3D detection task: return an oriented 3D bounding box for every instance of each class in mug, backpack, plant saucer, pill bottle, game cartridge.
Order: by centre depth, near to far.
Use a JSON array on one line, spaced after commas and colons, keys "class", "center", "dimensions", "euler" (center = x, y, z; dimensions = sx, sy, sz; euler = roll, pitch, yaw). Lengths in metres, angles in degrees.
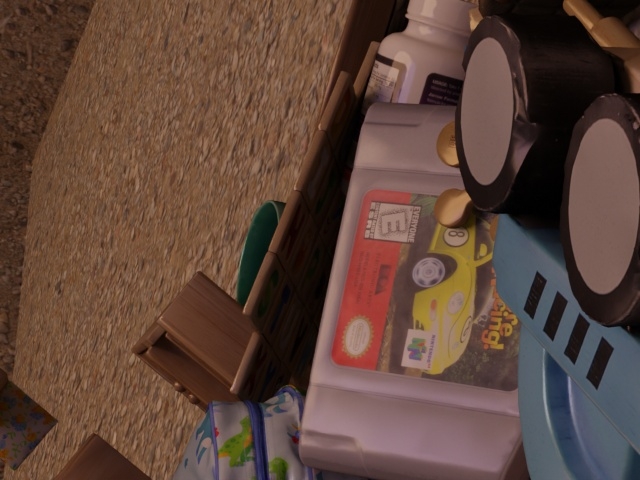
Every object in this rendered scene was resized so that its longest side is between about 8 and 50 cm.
[{"class": "game cartridge", "center": [0.101, 0.040, 1.132], "dimensions": [0.060, 0.196, 0.294], "euler": [33, -114, -62]}, {"class": "backpack", "center": [-0.037, 0.287, 1.295], "dimensions": [0.355, 0.273, 0.290], "euler": [-46, 28, 33]}, {"class": "pill bottle", "center": [0.093, -0.120, 1.338], "dimensions": [0.108, 0.108, 0.193], "euler": [-135, 60, -68]}, {"class": "plant saucer", "center": [0.033, -0.162, 1.521], "dimensions": [0.278, 0.041, 0.278], "euler": [16, -90, -90]}, {"class": "mug", "center": [-0.021, 0.018, 1.588], "dimensions": [0.129, 0.097, 0.158], "euler": [133, 146, -56]}]

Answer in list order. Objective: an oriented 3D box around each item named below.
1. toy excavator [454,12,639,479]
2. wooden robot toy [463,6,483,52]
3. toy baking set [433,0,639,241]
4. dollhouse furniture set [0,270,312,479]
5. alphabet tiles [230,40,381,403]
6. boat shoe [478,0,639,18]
[{"class": "toy excavator", "center": [0.216, 0.144, 0.750], "dimensions": [0.433, 0.222, 0.445], "euler": [-123, 35, -64]}, {"class": "wooden robot toy", "center": [0.168, -0.120, 1.230], "dimensions": [0.079, 0.076, 0.173], "euler": [-17, 55, 28]}, {"class": "toy baking set", "center": [0.179, -0.050, 1.060], "dimensions": [0.197, 0.030, 0.256], "euler": [-54, 50, 18]}, {"class": "dollhouse furniture set", "center": [-0.202, 0.251, 1.569], "dimensions": [0.394, 0.362, 0.256], "euler": [-51, 5, -17]}, {"class": "alphabet tiles", "center": [0.000, 0.000, 1.390], "dimensions": [0.285, 0.011, 0.343], "euler": [66, -136, -71]}, {"class": "boat shoe", "center": [0.226, -0.280, 1.072], "dimensions": [0.324, 0.122, 0.120], "euler": [-51, 26, 37]}]
